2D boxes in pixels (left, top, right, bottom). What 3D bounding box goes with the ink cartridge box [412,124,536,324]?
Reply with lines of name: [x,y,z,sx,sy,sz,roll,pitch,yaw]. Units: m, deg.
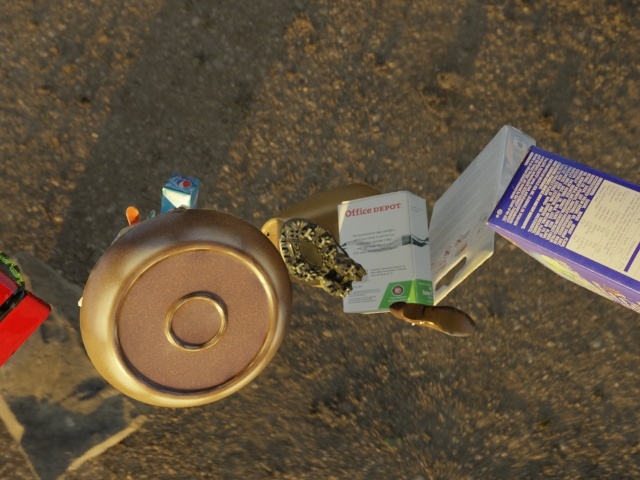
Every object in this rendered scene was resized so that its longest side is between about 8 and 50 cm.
ink cartridge box: [0.332,-0.020,1.627,0.091,0.308,0.385,26,48,-10]

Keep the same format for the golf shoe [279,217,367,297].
golf shoe: [-0.015,0.013,1.057,0.077,0.198,0.094,-43,54,1]

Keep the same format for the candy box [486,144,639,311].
candy box: [0.401,0.028,0.894,0.317,0.268,0.122,31,94,39]

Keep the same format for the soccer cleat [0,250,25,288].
soccer cleat: [-0.758,0.060,1.690,0.121,0.093,0.289,-29,94,40]

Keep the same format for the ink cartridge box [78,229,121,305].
ink cartridge box: [-0.449,0.082,1.683,0.104,0.061,0.181,32,100,-23]

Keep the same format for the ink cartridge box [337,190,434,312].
ink cartridge box: [0.120,0.025,1.397,0.153,0.087,0.209,-8,80,31]

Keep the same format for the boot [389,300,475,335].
boot: [0.153,0.107,1.054,0.106,0.114,0.037,18,83,-1]

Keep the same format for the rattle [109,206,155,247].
rattle: [-0.377,0.036,1.592,0.130,0.143,0.200,-23,35,-12]

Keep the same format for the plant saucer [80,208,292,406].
plant saucer: [-0.181,0.110,1.080,0.310,0.311,0.050,-38,26,-5]

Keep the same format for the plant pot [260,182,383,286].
plant pot: [0.000,0.000,1.586,0.237,0.254,0.237,5,97,42]

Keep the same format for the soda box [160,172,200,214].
soda box: [-0.333,-0.047,1.760,0.067,0.210,0.071,16,36,1]

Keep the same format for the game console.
game console: [-0.334,0.081,0.677,0.124,0.085,0.144,45,75,-19]

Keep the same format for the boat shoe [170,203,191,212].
boat shoe: [-0.215,-0.012,1.325,0.125,0.046,0.038,44,47,4]
